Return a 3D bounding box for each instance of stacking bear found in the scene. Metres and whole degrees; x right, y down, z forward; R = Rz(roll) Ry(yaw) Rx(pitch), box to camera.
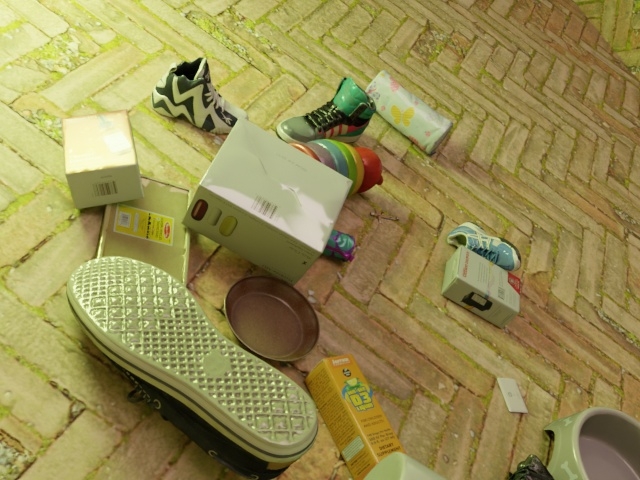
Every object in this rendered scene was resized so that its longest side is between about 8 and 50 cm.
[{"bbox_3d":[0.031,-0.157,1.718,0.289,0.164,0.175,-13,59,-47],"label":"stacking bear"}]

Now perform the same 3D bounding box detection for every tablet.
[{"bbox_3d":[0.420,0.338,1.607,0.054,0.006,0.083,10,45,-27],"label":"tablet"}]

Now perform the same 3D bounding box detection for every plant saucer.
[{"bbox_3d":[-0.097,0.153,1.405,0.199,0.036,0.198,19,43,-19],"label":"plant saucer"}]

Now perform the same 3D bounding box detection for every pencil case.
[{"bbox_3d":[0.248,-0.368,2.104,0.273,0.113,0.124,38,30,4],"label":"pencil case"},{"bbox_3d":[0.000,0.000,1.603,0.152,0.064,0.070,17,27,-20],"label":"pencil case"}]

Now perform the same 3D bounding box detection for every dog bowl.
[{"bbox_3d":[0.613,0.499,1.509,0.349,0.102,0.348,20,42,-19],"label":"dog bowl"}]

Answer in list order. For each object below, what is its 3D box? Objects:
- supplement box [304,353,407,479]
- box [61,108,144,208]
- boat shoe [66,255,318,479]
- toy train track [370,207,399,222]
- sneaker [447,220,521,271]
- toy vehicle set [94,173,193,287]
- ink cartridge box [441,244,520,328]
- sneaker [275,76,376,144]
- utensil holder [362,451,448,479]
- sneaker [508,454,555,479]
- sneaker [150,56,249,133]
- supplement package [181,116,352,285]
[{"bbox_3d":[0.063,0.321,1.319,0.078,0.080,0.233,-4,51,-41],"label":"supplement box"},{"bbox_3d":[-0.417,-0.158,1.403,0.130,0.091,0.170,-11,49,-12],"label":"box"},{"bbox_3d":[-0.224,0.204,1.184,0.500,0.156,0.187,35,43,18],"label":"boat shoe"},{"bbox_3d":[0.161,-0.062,1.816,0.083,0.014,0.048,10,46,-28],"label":"toy train track"},{"bbox_3d":[0.405,0.025,1.830,0.081,0.080,0.211,-20,33,-32],"label":"sneaker"},{"bbox_3d":[-0.334,-0.020,1.411,0.166,0.035,0.266,16,43,-21],"label":"toy vehicle set"},{"bbox_3d":[0.384,0.109,1.756,0.175,0.072,0.127,30,40,-7],"label":"ink cartridge box"},{"bbox_3d":[0.034,-0.325,1.858,0.296,0.178,0.123,-17,62,-44],"label":"sneaker"},{"bbox_3d":[0.191,0.528,1.021,0.386,0.327,0.327,33,39,2],"label":"utensil holder"},{"bbox_3d":[0.366,0.472,1.378,0.228,0.087,0.130,11,43,-30],"label":"sneaker"},{"bbox_3d":[-0.257,-0.342,1.692,0.235,0.153,0.094,18,44,-20],"label":"sneaker"},{"bbox_3d":[-0.104,-0.076,1.458,0.262,0.145,0.204,29,52,-7],"label":"supplement package"}]
